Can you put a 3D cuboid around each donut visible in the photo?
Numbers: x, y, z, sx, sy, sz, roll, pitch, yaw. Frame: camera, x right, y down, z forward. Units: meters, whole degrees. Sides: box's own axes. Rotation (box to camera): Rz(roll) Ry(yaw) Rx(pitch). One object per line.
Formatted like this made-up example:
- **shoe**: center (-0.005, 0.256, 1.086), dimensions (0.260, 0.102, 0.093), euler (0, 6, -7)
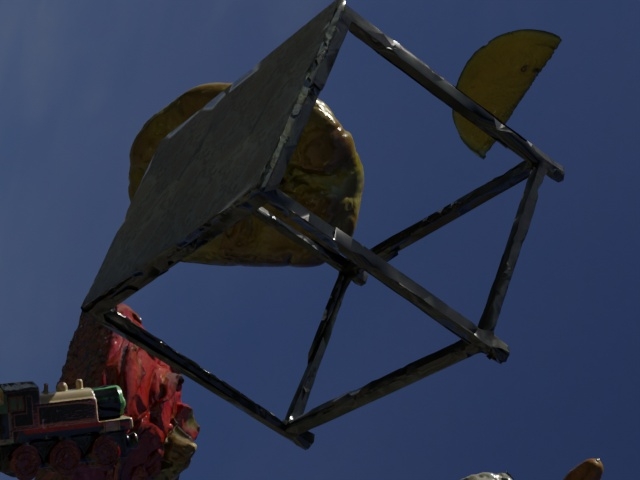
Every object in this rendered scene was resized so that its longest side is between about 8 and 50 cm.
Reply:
- **donut**: center (-0.081, -0.075, 1.877), dimensions (0.128, 0.261, 0.209), euler (-89, -175, -81)

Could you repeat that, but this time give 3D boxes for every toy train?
- **toy train**: center (-0.229, 0.164, 1.477), dimensions (0.050, 0.138, 0.087), euler (177, -91, -66)

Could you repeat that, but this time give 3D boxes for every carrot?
- **carrot**: center (0.286, 0.300, 1.936), dimensions (0.048, 0.048, 0.139), euler (-110, -146, -47)

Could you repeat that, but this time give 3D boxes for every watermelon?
- **watermelon**: center (0.216, -0.198, 2.106), dimensions (0.181, 0.075, 0.092), euler (-55, -166, -2)

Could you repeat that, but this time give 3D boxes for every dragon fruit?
- **dragon fruit**: center (-0.238, 0.219, 2.259), dimensions (0.152, 0.205, 0.317), euler (-36, -145, 41)

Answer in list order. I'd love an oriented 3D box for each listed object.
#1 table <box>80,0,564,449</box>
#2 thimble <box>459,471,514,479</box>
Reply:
- **table**: center (0.000, 0.000, 1.552), dimensions (0.335, 0.272, 0.222), euler (-31, -148, 52)
- **thimble**: center (0.177, 0.305, 1.729), dimensions (0.090, 0.102, 0.115), euler (-106, -157, -53)
